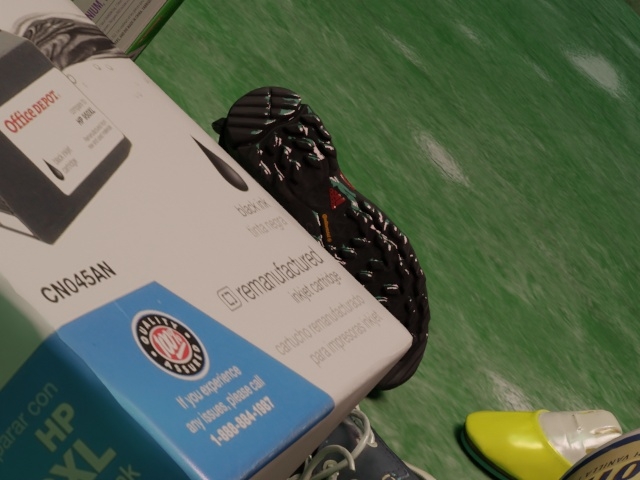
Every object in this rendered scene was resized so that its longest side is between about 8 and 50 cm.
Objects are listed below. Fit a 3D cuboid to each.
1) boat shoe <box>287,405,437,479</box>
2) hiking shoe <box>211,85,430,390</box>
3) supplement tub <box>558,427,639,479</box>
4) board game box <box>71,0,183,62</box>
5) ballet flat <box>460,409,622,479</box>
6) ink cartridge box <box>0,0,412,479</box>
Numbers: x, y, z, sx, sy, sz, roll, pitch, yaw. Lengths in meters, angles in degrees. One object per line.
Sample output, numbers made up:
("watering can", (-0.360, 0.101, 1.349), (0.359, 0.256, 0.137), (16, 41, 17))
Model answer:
("boat shoe", (0.002, 0.130, 1.032), (0.079, 0.095, 0.254), (24, 26, -43))
("hiking shoe", (0.000, 0.000, 1.286), (0.227, 0.086, 0.114), (63, -16, -3))
("supplement tub", (0.192, 0.242, 0.962), (0.228, 0.228, 0.316), (44, 20, 3))
("board game box", (-0.206, -0.281, 1.261), (0.316, 0.242, 0.064), (42, 19, -2))
("ballet flat", (0.208, 0.168, 1.348), (0.231, 0.077, 0.077), (33, 24, -23))
("ink cartridge box", (-0.181, -0.008, 0.875), (0.395, 0.166, 0.285), (44, 21, 7))
